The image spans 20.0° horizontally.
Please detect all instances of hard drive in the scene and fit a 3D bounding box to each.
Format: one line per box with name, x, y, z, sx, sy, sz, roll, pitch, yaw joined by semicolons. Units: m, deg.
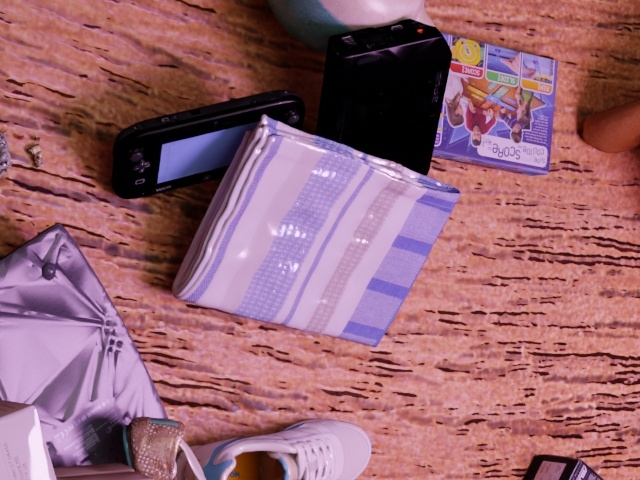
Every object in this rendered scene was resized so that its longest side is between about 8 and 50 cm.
hard drive;-0.258;0.130;1.731;0.172;0.054;0.254;-36;110;-30

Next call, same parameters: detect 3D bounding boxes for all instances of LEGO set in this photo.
LEGO set;-0.298;-0.086;1.726;0.083;0.023;0.054;-22;101;-33

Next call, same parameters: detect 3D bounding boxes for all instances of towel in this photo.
towel;0.000;0.000;1.867;0.285;0.034;0.209;17;107;-39

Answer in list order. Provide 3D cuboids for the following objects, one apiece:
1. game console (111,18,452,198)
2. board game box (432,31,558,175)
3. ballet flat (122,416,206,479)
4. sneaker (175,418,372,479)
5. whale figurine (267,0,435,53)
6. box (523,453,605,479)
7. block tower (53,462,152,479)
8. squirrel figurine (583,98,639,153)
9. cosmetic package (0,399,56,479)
game console;-0.040;-0.103;1.838;0.361;0.044;0.213;-15;140;-20
board game box;0.179;-0.154;2.055;0.201;0.035;0.136;9;83;-34
ballet flat;-0.139;0.259;1.753;0.067;0.073;0.206;-8;121;3
sneaker;-0.033;0.235;1.864;0.229;0.092;0.087;-8;92;-36
whale figurine;0.042;-0.283;1.922;0.216;0.141;0.272;58;34;3
box;0.279;0.360;2.087;0.147;0.077;0.180;41;67;-27
block tower;-0.230;0.374;1.688;0.097;0.091;0.335;1;100;-39
squirrel figurine;0.565;-0.033;2.104;0.281;0.397;0.370;-18;90;-39
cosmetic package;-0.419;0.257;1.531;0.365;0.197;0.155;-21;101;-32
